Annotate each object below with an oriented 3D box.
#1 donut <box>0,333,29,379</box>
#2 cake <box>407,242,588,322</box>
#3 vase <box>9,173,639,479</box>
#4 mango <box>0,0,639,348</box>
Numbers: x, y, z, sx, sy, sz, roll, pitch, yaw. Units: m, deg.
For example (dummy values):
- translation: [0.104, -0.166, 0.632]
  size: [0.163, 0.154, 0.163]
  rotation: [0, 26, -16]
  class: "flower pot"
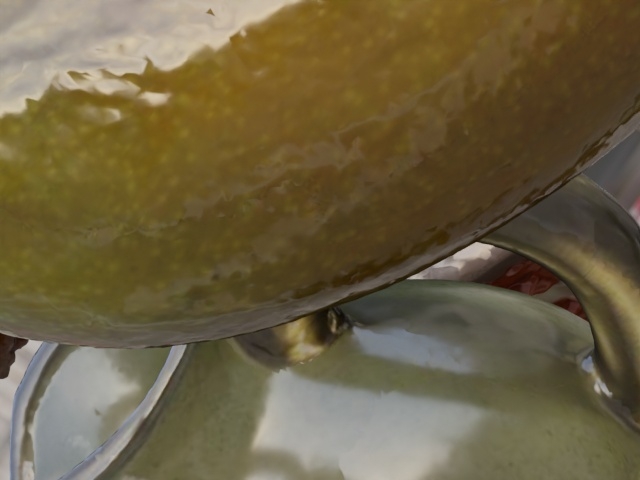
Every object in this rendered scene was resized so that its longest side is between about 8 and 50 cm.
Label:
- translation: [-0.298, 0.033, 1.316]
  size: [0.186, 0.144, 0.126]
  rotation: [39, -112, -52]
  class: "donut"
- translation: [0.000, 0.000, 1.225]
  size: [0.309, 0.230, 0.237]
  rotation: [-33, -20, 8]
  class: "cake"
- translation: [0.027, 0.085, 0.907]
  size: [0.241, 0.302, 0.329]
  rotation: [-78, 15, -55]
  class: "vase"
- translation: [0.009, -0.066, 0.380]
  size: [0.227, 0.136, 0.099]
  rotation: [-45, -5, -13]
  class: "mango"
